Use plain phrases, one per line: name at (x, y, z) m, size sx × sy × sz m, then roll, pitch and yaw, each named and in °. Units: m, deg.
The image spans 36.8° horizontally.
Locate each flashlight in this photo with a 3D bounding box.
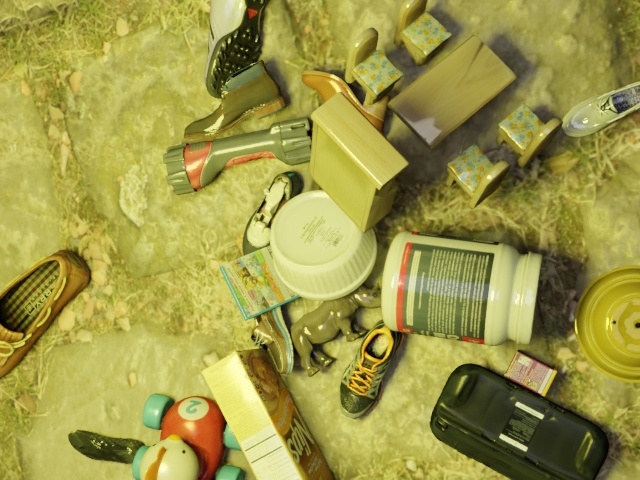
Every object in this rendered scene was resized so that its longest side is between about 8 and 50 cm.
flashlight at (-0.158, -0.166, 1.934) m, size 0.304 × 0.103 × 0.103 m, roll -9°, pitch 83°, yaw 8°

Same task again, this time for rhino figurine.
rhino figurine at (0.041, 0.150, 1.877) m, size 0.243 × 0.073 × 0.106 m, roll -41°, pitch 78°, yaw 6°

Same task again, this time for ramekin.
ramekin at (0.000, 0.000, 1.839) m, size 0.207 × 0.109 × 0.207 m, roll -5°, pitch 61°, yaw 10°

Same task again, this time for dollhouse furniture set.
dollhouse furniture set at (0.179, -0.229, 1.711) m, size 0.394 × 0.256 × 0.362 m, roll -40°, pitch 78°, yaw -13°

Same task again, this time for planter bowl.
planter bowl at (0.573, 0.153, 1.741) m, size 0.217 × 0.090 × 0.217 m, roll -1°, pitch 87°, yaw 13°

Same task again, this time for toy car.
toy car at (-0.275, 0.413, 1.852) m, size 0.219 × 0.238 × 0.210 m, roll 11°, pitch 89°, yaw 13°

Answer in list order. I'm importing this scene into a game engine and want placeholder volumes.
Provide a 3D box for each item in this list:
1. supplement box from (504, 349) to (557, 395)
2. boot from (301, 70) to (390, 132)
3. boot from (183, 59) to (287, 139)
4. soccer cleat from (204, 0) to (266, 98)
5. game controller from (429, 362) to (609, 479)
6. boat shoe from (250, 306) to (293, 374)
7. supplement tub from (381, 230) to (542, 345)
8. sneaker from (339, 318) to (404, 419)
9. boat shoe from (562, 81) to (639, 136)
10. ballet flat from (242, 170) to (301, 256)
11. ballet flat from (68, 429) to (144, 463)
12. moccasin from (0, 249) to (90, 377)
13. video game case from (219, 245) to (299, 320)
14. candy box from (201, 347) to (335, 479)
supplement box at (0.394, 0.248, 1.801) m, size 0.083 × 0.043 × 0.055 m, roll 28°, pitch 95°, yaw 13°
boot at (0.029, -0.245, 1.903) m, size 0.197 × 0.073 × 0.152 m, roll 23°, pitch 96°, yaw 16°
boot at (-0.187, -0.281, 1.933) m, size 0.219 × 0.082 × 0.106 m, roll -20°, pitch 110°, yaw 2°
soccer cleat at (-0.183, -0.448, 1.960) m, size 0.116 × 0.108 × 0.318 m, roll 22°, pitch 101°, yaw 41°
game controller at (0.367, 0.360, 1.791) m, size 0.319 × 0.067 × 0.167 m, roll 27°, pitch 93°, yaw 13°
boat shoe at (-0.104, 0.182, 1.893) m, size 0.066 × 0.066 × 0.183 m, roll -8°, pitch 62°, yaw -22°
supplement tub at (0.259, 0.090, 1.766) m, size 0.272 × 0.191 × 0.191 m, roll 8°, pitch 89°, yaw 14°
sneaker at (0.090, 0.246, 1.855) m, size 0.084 × 0.083 × 0.215 m, roll 23°, pitch 94°, yaw 12°
boat shoe at (0.537, -0.246, 1.784) m, size 0.184 × 0.063 × 0.066 m, roll -17°, pitch 83°, yaw 12°
ballet flat at (-0.106, -0.049, 1.924) m, size 0.074 × 0.074 × 0.203 m, roll 30°, pitch 94°, yaw 13°
ballet flat at (-0.447, 0.427, 2.001) m, size 0.173 × 0.049 × 0.058 m, roll 10°, pitch 117°, yaw 19°
moccasin at (-0.643, 0.171, 2.000) m, size 0.380 × 0.147 × 0.139 m, roll -39°, pitch 79°, yaw 9°
video game case at (-0.100, 0.074, 1.897) m, size 0.166 × 0.015 × 0.119 m, roll -22°, pitch 80°, yaw -24°
candy box at (-0.094, 0.364, 1.840) m, size 0.087 × 0.183 × 0.316 m, roll -31°, pitch 80°, yaw 11°
